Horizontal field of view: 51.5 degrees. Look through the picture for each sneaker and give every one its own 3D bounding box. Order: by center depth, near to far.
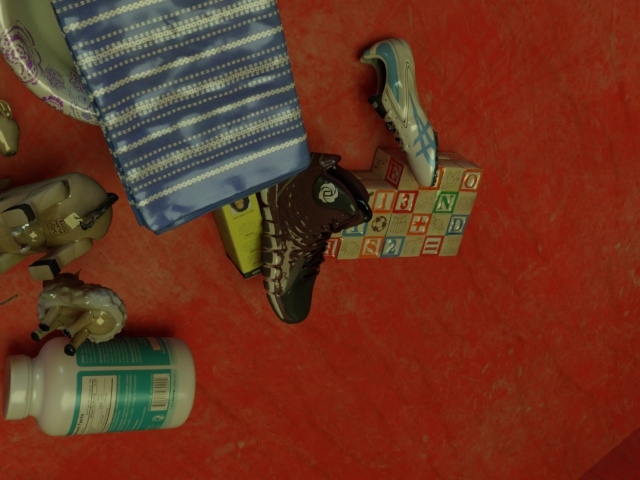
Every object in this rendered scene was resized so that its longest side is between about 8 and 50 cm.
[{"bbox_3d":[0.000,0.000,0.993,0.162,0.106,0.281,2,110,20],"label":"sneaker"},{"bbox_3d":[0.124,-0.192,1.030,0.086,0.085,0.237,-18,94,-4],"label":"sneaker"}]

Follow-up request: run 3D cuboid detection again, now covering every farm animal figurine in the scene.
[{"bbox_3d":[-0.392,-0.045,0.806,0.327,0.172,0.330,9,121,13],"label":"farm animal figurine"}]

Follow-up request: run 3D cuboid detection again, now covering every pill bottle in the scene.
[{"bbox_3d":[-0.337,0.220,1.016,0.264,0.146,0.146,6,114,-31],"label":"pill bottle"}]

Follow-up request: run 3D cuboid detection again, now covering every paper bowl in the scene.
[{"bbox_3d":[-0.237,-0.285,0.771,0.284,0.148,0.284,-14,124,-22],"label":"paper bowl"}]

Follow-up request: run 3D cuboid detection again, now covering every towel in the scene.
[{"bbox_3d":[-0.144,-0.183,0.766,0.243,0.040,0.336,-24,127,-15],"label":"towel"}]

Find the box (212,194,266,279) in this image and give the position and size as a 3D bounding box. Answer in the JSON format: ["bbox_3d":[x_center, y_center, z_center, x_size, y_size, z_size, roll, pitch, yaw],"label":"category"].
[{"bbox_3d":[-0.133,-0.058,1.004,0.058,0.087,0.232,-25,126,-16],"label":"box"}]

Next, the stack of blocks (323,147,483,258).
[{"bbox_3d":[0.117,-0.064,1.136,0.297,0.087,0.171,-2,118,-28],"label":"stack of blocks"}]
